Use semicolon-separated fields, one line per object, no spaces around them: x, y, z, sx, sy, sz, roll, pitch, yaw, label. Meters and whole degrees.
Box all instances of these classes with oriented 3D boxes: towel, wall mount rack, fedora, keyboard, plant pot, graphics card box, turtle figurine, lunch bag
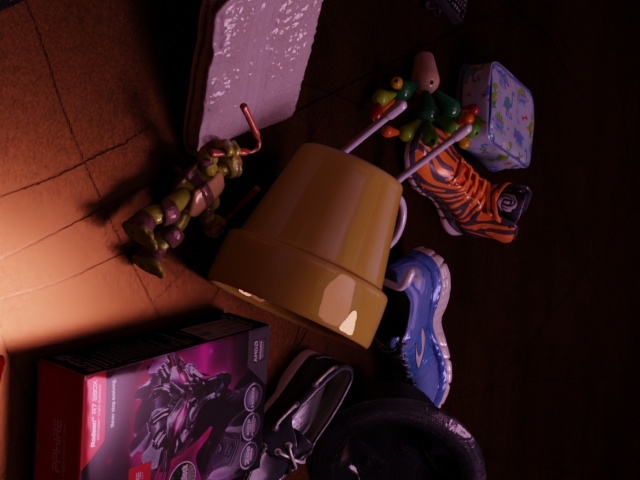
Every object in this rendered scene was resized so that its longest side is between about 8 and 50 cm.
-0.086;-0.246;1.534;0.187;0.049;0.282;-25;147;-33;towel
0.098;-0.075;1.867;0.350;0.131;0.304;9;100;-54;wall mount rack
0.137;0.363;2.022;0.152;0.334;0.334;-83;161;-52;fedora
0.215;-0.446;2.030;0.180;0.023;0.108;35;72;-52;keyboard
0.000;0.000;1.652;0.254;0.254;0.239;34;79;-53;plant pot
-0.222;0.245;1.577;0.371;0.094;0.232;-10;108;-54;graphics card box
-0.170;-0.065;1.539;0.217;0.087;0.269;-47;168;-28;turtle figurine
0.332;-0.236;2.184;0.219;0.090;0.176;22;69;-56;lunch bag

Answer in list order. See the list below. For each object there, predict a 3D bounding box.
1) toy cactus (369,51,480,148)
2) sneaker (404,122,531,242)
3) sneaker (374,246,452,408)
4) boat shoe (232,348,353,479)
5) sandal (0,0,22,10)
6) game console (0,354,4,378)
0.182;-0.246;1.964;0.219;0.112;0.180;9;61;-18;toy cactus
0.282;-0.104;2.093;0.321;0.180;0.124;45;63;-50;sneaker
0.146;0.181;2.070;0.147;0.130;0.329;-16;111;-36;sneaker
-0.051;0.307;1.835;0.302;0.091;0.114;-61;142;-22;boat shoe
-0.355;-0.297;1.195;0.445;0.168;0.107;-55;165;-17;sandal
-0.436;0.197;1.330;0.124;0.085;0.144;14;88;-24;game console
